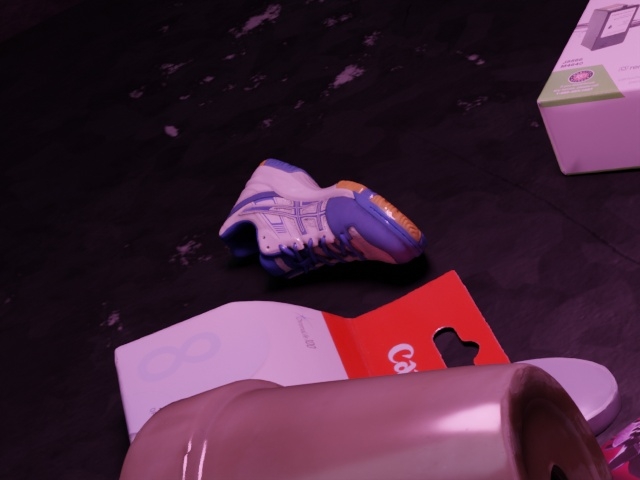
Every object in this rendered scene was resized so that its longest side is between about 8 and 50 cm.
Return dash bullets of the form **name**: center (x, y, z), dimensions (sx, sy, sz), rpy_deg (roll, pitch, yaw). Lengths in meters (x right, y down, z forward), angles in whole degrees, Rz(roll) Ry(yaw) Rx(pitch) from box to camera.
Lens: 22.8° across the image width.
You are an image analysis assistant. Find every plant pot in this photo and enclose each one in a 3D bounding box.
- **plant pot**: center (0.057, 0.221, 1.151), dimensions (0.280, 0.323, 0.323), rpy_deg (-25, 26, 26)

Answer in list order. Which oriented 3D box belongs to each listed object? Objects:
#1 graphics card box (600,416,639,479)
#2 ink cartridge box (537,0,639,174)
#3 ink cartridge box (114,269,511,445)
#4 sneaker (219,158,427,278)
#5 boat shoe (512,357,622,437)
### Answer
- **graphics card box**: center (0.356, 0.180, 1.266), dimensions (0.371, 0.094, 0.233), rpy_deg (-32, 15, -17)
- **ink cartridge box**: center (0.399, -0.207, 1.892), dimensions (0.198, 0.115, 0.273), rpy_deg (-5, 35, 31)
- **ink cartridge box**: center (-0.009, 0.147, 1.618), dimensions (0.385, 0.091, 0.308), rpy_deg (-24, 29, 0)
- **sneaker**: center (0.000, 0.000, 1.869), dimensions (0.296, 0.112, 0.131), rpy_deg (17, 65, 51)
- **boat shoe**: center (0.130, 0.205, 1.413), dimensions (0.306, 0.105, 0.113), rpy_deg (-26, 33, 6)
